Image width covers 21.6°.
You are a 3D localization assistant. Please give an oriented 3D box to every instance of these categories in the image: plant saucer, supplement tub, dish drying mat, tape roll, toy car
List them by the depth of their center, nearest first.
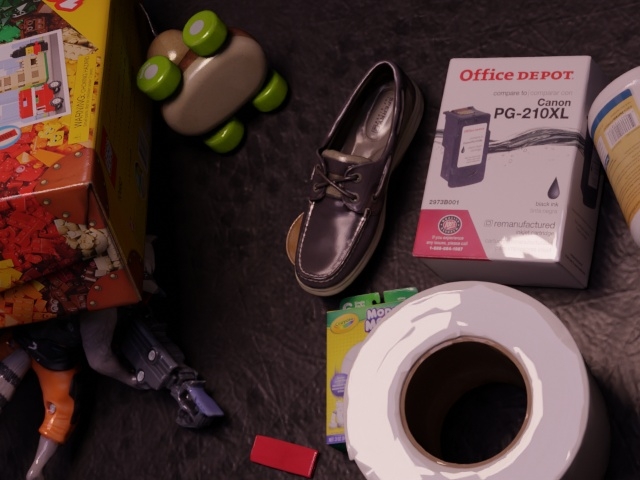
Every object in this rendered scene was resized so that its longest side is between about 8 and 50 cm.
[{"bbox_3d":[0.160,0.180,1.681,0.246,0.169,0.246,-6,69,16],"label":"tape roll"},{"bbox_3d":[0.368,-0.069,1.705,0.144,0.144,0.199,-26,60,17],"label":"supplement tub"},{"bbox_3d":[-0.041,0.243,1.887,0.083,0.008,0.032,11,77,31],"label":"dish drying mat"},{"bbox_3d":[0.000,0.000,1.959,0.083,0.015,0.083,-11,64,25],"label":"plant saucer"},{"bbox_3d":[-0.157,-0.227,2.069,0.149,0.155,0.188,-43,44,7],"label":"toy car"}]

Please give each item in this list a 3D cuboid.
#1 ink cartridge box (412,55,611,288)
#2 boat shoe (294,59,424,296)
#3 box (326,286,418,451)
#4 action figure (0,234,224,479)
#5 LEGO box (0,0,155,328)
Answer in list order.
[{"bbox_3d":[0.213,-0.076,1.821,0.172,0.100,0.237,2,71,29],"label":"ink cartridge box"},{"bbox_3d":[0.034,-0.077,1.912,0.103,0.092,0.285,17,73,28],"label":"boat shoe"},{"bbox_3d":[0.060,0.138,1.854,0.105,0.043,0.179,-11,64,24],"label":"box"},{"bbox_3d":[-0.283,0.137,1.970,0.341,0.178,0.330,38,100,35],"label":"action figure"},{"bbox_3d":[-0.402,-0.127,1.978,0.373,0.193,0.500,-11,42,6],"label":"LEGO box"}]
